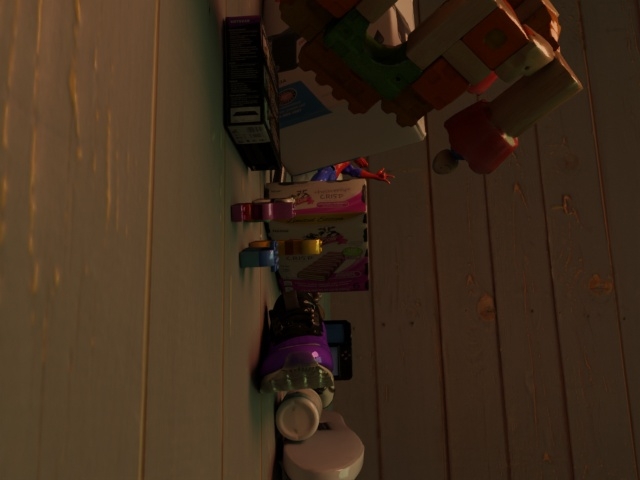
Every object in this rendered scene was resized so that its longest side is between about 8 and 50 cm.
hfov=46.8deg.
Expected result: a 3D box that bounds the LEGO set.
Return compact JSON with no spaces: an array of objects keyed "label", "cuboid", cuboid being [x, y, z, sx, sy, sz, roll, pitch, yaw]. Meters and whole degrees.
[{"label":"LEGO set","cuboid":[-0.047,-0.011,0.951,0.227,0.093,0.087,-66,154,-83]}]

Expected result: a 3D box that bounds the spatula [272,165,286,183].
[{"label":"spatula","cuboid":[-0.069,-0.190,1.256,0.084,0.030,0.296,75,13,-71]}]

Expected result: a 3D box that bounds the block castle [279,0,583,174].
[{"label":"block castle","cuboid":[0.090,-0.305,0.898,0.453,0.213,0.303,38,34,-22]}]

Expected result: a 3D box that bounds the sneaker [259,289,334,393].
[{"label":"sneaker","cuboid":[-0.039,0.142,1.069,0.293,0.102,0.146,97,-12,-79]}]

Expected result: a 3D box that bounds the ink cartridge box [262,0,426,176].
[{"label":"ink cartridge box","cuboid":[0.029,-0.280,1.149,0.129,0.223,0.307,48,34,-49]}]

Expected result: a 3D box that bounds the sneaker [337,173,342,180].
[{"label":"sneaker","cuboid":[-0.010,-0.226,1.657,0.292,0.108,0.169,-105,-167,-53]}]

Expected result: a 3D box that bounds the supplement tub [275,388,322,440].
[{"label":"supplement tub","cuboid":[-0.034,0.281,1.206,0.107,0.071,0.071,30,58,-87]}]

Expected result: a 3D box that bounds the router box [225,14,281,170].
[{"label":"router box","cuboid":[-0.080,-0.173,0.907,0.179,0.046,0.133,74,13,-78]}]

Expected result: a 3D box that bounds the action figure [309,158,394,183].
[{"label":"action figure","cuboid":[0.040,-0.103,1.352,0.091,0.139,0.280,80,29,-46]}]

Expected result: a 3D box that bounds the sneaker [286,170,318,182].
[{"label":"sneaker","cuboid":[-0.024,-0.139,1.474,0.090,0.095,0.235,-91,179,-47]}]

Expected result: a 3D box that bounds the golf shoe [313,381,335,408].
[{"label":"golf shoe","cuboid":[-0.017,0.309,1.626,0.094,0.077,0.198,-63,149,-54]}]

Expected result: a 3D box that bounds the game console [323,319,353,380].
[{"label":"game console","cuboid":[-0.005,0.199,1.322,0.071,0.122,0.107,64,25,-80]}]

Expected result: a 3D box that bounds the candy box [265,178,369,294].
[{"label":"candy box","cuboid":[0.000,0.000,1.215,0.233,0.159,0.071,82,6,-54]}]

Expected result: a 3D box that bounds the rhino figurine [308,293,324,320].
[{"label":"rhino figurine","cuboid":[-0.026,0.146,1.434,0.243,0.073,0.106,82,4,-49]}]

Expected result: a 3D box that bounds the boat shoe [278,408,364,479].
[{"label":"boat shoe","cuboid":[-0.008,0.397,1.242,0.367,0.136,0.156,176,-84,-84]}]
